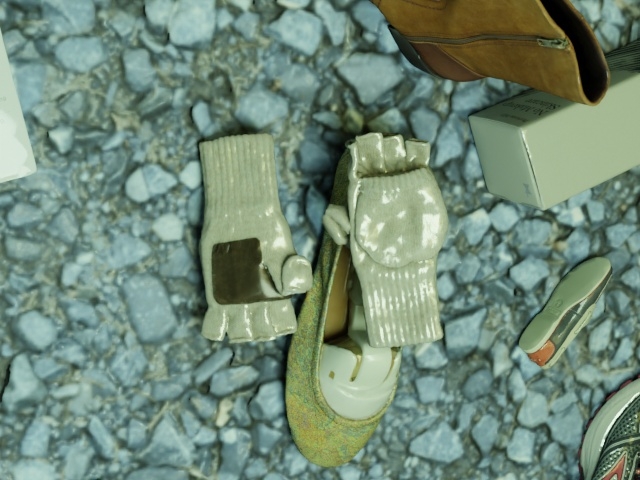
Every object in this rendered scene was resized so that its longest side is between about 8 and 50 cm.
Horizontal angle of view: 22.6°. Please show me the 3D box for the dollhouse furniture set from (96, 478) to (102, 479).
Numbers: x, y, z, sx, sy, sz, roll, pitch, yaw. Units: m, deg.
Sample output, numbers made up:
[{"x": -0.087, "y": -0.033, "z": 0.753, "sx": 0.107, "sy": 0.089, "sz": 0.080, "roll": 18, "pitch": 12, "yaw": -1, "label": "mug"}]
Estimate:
[{"x": -0.182, "y": 0.303, "z": 1.549, "sx": 0.076, "sy": 0.058, "sz": 0.152, "roll": -31, "pitch": 113, "yaw": -16, "label": "dollhouse furniture set"}]

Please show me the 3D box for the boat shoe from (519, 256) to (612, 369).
[{"x": 0.270, "y": 0.078, "z": 1.724, "sx": 0.137, "sy": 0.049, "sz": 0.043, "roll": -50, "pitch": 120, "yaw": -5, "label": "boat shoe"}]

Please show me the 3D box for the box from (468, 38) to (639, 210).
[{"x": 0.301, "y": -0.132, "z": 1.659, "sx": 0.275, "sy": 0.113, "sz": 0.094, "roll": -25, "pitch": 110, "yaw": -20, "label": "box"}]

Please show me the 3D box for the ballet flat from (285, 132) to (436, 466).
[{"x": 0.044, "y": 0.068, "z": 1.576, "sx": 0.123, "sy": 0.123, "sz": 0.349, "roll": 7, "pitch": 98, "yaw": -27, "label": "ballet flat"}]

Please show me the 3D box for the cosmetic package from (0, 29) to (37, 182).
[{"x": -0.343, "y": -0.116, "z": 1.308, "sx": 0.151, "sy": 0.183, "sz": 0.151, "roll": -19, "pitch": 108, "yaw": -21, "label": "cosmetic package"}]

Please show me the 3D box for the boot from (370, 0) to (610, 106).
[{"x": 0.110, "y": -0.234, "z": 1.446, "sx": 0.096, "sy": 0.280, "sz": 0.264, "roll": -39, "pitch": 115, "yaw": -13, "label": "boot"}]

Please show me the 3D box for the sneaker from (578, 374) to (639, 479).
[{"x": 0.340, "y": 0.285, "z": 1.768, "sx": 0.121, "sy": 0.112, "sz": 0.299, "roll": 31, "pitch": 86, "yaw": -28, "label": "sneaker"}]

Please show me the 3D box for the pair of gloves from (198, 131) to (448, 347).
[{"x": 0.000, "y": 0.000, "z": 1.501, "sx": 0.240, "sy": 0.042, "sz": 0.204, "roll": 1, "pitch": 95, "yaw": 9, "label": "pair of gloves"}]
